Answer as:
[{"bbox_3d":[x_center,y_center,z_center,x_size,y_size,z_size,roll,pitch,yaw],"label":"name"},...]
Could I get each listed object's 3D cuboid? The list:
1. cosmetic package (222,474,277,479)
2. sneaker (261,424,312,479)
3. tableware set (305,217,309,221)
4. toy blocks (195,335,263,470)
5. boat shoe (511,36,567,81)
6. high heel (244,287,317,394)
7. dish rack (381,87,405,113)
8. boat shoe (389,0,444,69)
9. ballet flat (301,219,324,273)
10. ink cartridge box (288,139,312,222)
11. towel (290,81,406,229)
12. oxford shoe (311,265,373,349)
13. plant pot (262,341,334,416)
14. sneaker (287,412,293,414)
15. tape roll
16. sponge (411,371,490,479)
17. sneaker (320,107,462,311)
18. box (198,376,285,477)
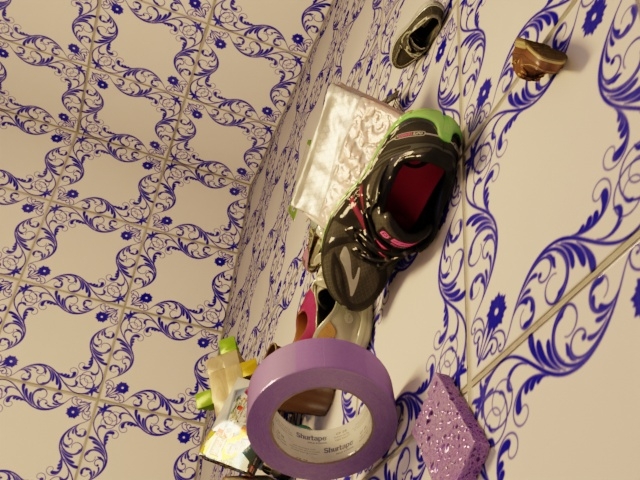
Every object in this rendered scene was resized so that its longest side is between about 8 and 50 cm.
[{"bbox_3d":[-0.161,0.674,2.028,0.296,0.129,0.153,146,125,-71],"label":"cosmetic package"},{"bbox_3d":[-0.084,0.509,2.045,0.275,0.107,0.110,124,168,-54],"label":"sneaker"},{"bbox_3d":[0.011,-0.131,2.295,0.141,0.020,0.168,-58,5,44],"label":"tableware set"},{"bbox_3d":[-0.217,0.505,2.333,0.261,0.191,0.381,67,-175,-51],"label":"toy blocks"},{"bbox_3d":[0.341,-0.278,1.287,0.178,0.064,0.060,-90,14,-70],"label":"boat shoe"},{"bbox_3d":[-0.085,0.264,2.160,0.127,0.181,0.377,120,161,-48],"label":"high heel"},{"bbox_3d":[0.122,-0.270,2.005,0.208,0.074,0.271,-31,16,23],"label":"dish rack"},{"bbox_3d":[0.229,-0.488,1.996,0.219,0.078,0.070,125,159,-51],"label":"boat shoe"},{"bbox_3d":[0.000,0.000,2.415,0.079,0.077,0.221,52,132,52],"label":"ballet flat"},{"bbox_3d":[-0.021,-0.187,2.664,0.189,0.097,0.255,-122,48,-73],"label":"ink cartridge box"},{"bbox_3d":[0.089,-0.153,1.835,0.317,0.053,0.331,34,114,34],"label":"towel"},{"bbox_3d":[0.046,0.092,1.940,0.449,0.130,0.169,-86,16,-49],"label":"oxford shoe"},{"bbox_3d":[-0.057,0.346,1.973,0.167,0.165,0.166,-165,90,-78],"label":"plant pot"},{"bbox_3d":[-0.097,0.412,2.289,0.090,0.081,0.232,-65,16,0],"label":"sneaker"},{"bbox_3d":[0.002,0.313,1.501,0.090,0.275,0.274,-93,23,-59],"label":"tape roll"},{"bbox_3d":[0.194,0.301,1.243,0.210,0.031,0.117,-110,38,-70],"label":"sponge"},{"bbox_3d":[0.125,-0.035,1.628,0.202,0.185,0.482,-85,15,-56],"label":"sneaker"},{"bbox_3d":[-0.196,0.485,2.139,0.233,0.159,0.044,-63,-33,-26],"label":"box"}]
